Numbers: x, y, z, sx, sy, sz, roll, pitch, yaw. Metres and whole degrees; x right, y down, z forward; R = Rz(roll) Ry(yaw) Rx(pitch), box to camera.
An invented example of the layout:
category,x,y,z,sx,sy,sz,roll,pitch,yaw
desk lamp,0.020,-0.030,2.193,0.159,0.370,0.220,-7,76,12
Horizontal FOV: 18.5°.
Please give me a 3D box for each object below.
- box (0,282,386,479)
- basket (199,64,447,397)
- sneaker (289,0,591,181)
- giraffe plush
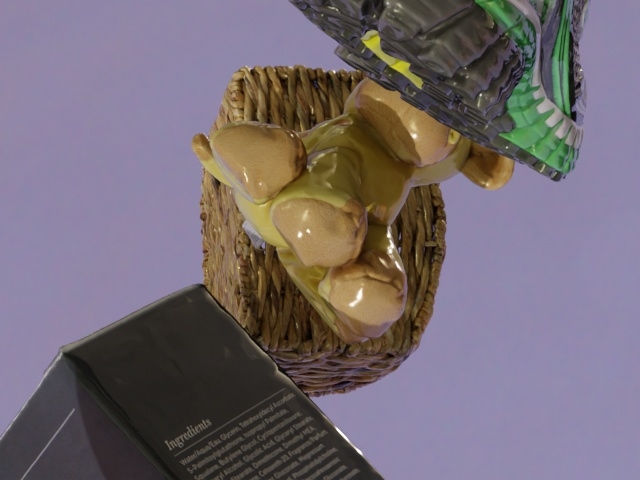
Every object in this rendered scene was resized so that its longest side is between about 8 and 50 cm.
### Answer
category,x,y,z,sx,sy,sz,roll,pitch,yaw
box,-0.102,0.292,1.693,0.395,0.293,0.212,46,-146,11
basket,0.000,0.000,1.943,0.213,0.223,0.299,1,-109,-12
sneaker,0.089,-0.122,0.919,0.134,0.146,0.343,32,-179,9
giraffe plush,0.034,-0.050,1.297,0.170,0.181,0.210,-37,-164,-7
